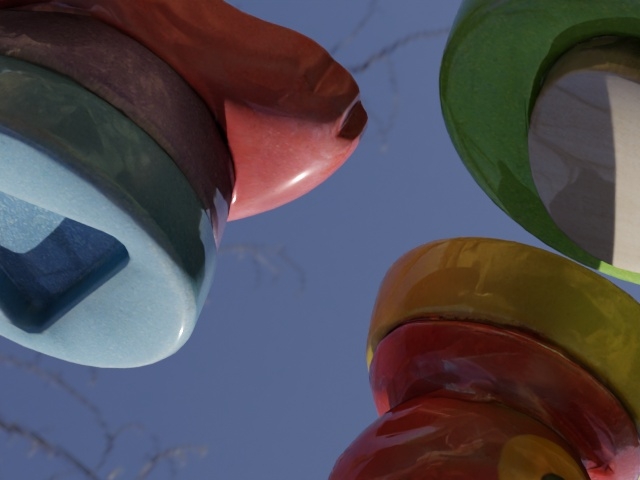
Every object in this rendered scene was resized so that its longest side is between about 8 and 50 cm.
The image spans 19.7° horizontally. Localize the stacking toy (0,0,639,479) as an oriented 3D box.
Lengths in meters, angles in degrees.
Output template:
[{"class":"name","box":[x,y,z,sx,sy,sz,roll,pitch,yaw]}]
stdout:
[{"class":"stacking toy","box":[0.000,0.000,0.566,0.309,0.279,0.130,32,-124,-4]}]
